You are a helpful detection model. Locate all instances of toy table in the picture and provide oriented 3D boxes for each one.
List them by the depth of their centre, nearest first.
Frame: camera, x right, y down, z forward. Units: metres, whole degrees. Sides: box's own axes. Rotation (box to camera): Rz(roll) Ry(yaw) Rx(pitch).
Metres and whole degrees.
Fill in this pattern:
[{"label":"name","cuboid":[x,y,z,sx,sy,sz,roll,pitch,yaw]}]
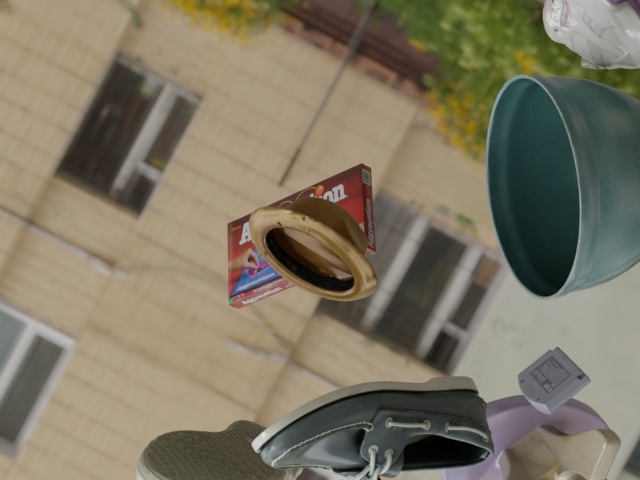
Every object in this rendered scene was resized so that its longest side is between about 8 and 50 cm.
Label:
[{"label":"toy table","cuboid":[0.307,0.325,2.111,0.274,0.252,0.161,-7,-147,-22]}]

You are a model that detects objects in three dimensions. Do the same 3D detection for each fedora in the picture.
[{"label":"fedora","cuboid":[0.000,0.000,2.100,0.194,0.079,0.194,23,150,15]}]

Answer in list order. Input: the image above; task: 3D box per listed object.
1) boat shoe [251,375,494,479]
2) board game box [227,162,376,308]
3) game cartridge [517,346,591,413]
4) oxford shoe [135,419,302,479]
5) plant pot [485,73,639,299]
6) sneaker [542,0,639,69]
[{"label":"boat shoe","cuboid":[0.070,0.220,1.729,0.319,0.116,0.099,-4,-120,-41]},{"label":"board game box","cuboid":[-0.034,-0.005,2.396,0.281,0.145,0.027,-23,146,35]},{"label":"game cartridge","cuboid":[0.212,0.130,1.442,0.017,0.056,0.083,55,-179,-18]},{"label":"oxford shoe","cuboid":[-0.131,0.331,2.096,0.169,0.130,0.449,27,-176,14]},{"label":"plant pot","cuboid":[0.362,-0.078,2.045,0.196,0.293,0.293,-7,-165,-16]},{"label":"sneaker","cuboid":[0.322,-0.301,1.934,0.152,0.114,0.305,-5,146,33]}]
